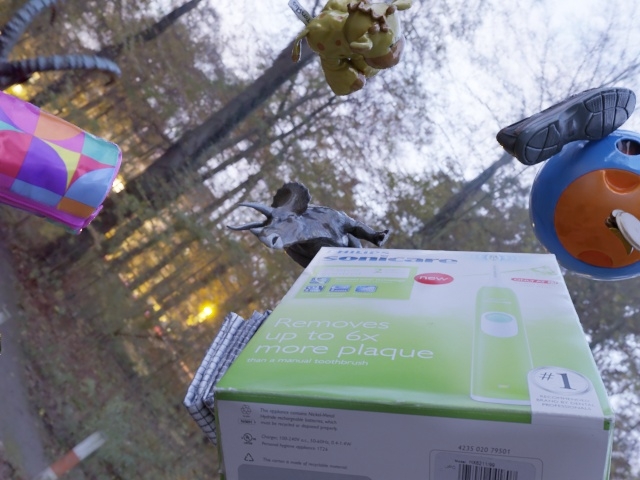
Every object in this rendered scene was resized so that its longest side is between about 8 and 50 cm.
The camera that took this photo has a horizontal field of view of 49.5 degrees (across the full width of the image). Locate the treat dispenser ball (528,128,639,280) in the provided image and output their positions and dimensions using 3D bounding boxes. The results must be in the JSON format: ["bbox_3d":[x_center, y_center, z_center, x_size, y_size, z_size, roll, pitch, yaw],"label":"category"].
[{"bbox_3d":[0.545,-0.068,1.317,0.288,0.288,0.288,49,-15,18],"label":"treat dispenser ball"}]

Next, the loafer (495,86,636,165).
[{"bbox_3d":[0.429,-0.215,1.213,0.084,0.267,0.096,43,-30,49],"label":"loafer"}]

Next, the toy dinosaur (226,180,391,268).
[{"bbox_3d":[0.000,0.000,0.959,0.160,0.121,0.313,34,-4,11],"label":"toy dinosaur"}]

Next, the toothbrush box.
[{"bbox_3d":[0.071,0.099,0.490,0.283,0.206,0.122,-47,137,-71],"label":"toothbrush box"}]

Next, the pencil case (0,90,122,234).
[{"bbox_3d":[-0.296,-0.082,0.596,0.236,0.104,0.104,21,3,-30],"label":"pencil case"}]

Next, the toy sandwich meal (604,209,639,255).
[{"bbox_3d":[0.486,-0.011,1.098,0.085,0.085,0.029,52,-48,6],"label":"toy sandwich meal"}]

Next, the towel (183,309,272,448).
[{"bbox_3d":[-0.130,0.304,1.413,0.121,0.283,0.235,-19,-62,31],"label":"towel"}]

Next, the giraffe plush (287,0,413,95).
[{"bbox_3d":[0.071,-0.340,1.141,0.210,0.181,0.170,18,-1,-42],"label":"giraffe plush"}]
